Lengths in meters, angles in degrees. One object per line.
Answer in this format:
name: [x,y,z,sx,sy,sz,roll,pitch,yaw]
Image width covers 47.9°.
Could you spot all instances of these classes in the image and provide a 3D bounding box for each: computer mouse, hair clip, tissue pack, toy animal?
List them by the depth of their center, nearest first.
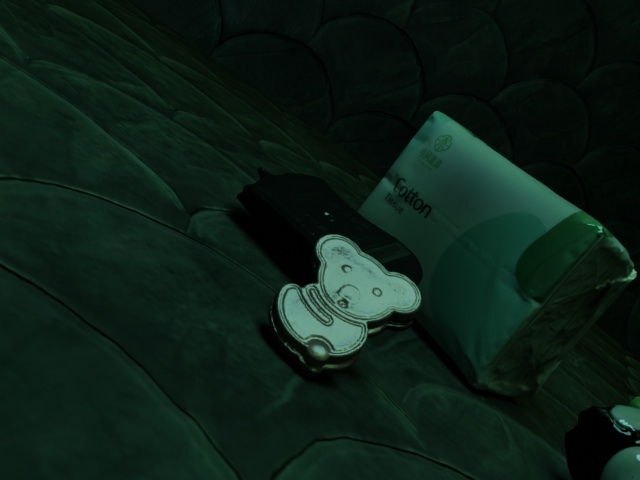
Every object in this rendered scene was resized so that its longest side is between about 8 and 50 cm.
hair clip: [0.018,0.062,0.676,0.123,0.102,0.138,37,13,13]
toy animal: [0.370,0.277,0.796,0.166,0.138,0.179,17,12,-13]
computer mouse: [0.000,0.000,0.890,0.147,0.088,0.264,-8,45,-50]
tissue pack: [0.232,0.017,1.055,0.194,0.266,0.356,25,17,-46]

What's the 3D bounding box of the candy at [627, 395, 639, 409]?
candy: [0.640,0.389,1.202,0.343,0.132,0.142,-106,-176,-67]
